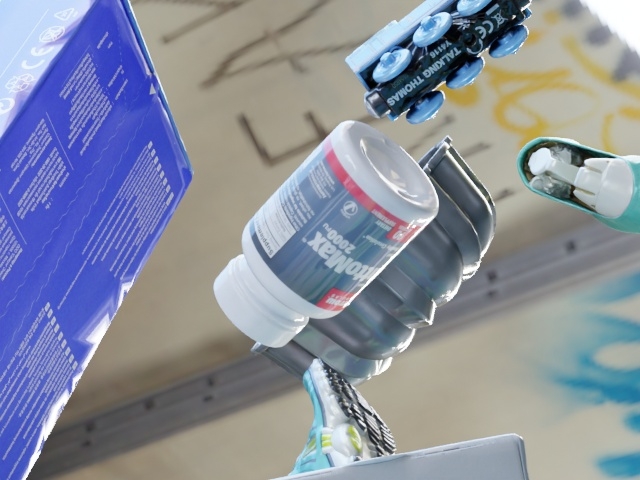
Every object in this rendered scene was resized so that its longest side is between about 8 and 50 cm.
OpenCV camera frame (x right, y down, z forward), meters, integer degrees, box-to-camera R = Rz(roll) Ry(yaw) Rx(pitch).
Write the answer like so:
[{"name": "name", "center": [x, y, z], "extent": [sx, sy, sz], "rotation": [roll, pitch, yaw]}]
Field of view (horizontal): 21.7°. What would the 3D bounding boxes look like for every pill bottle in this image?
[{"name": "pill bottle", "center": [0.000, 0.000, 1.358], "extent": [0.108, 0.180, 0.108], "rotation": [35, -156, -19]}]

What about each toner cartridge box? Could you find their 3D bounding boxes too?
[{"name": "toner cartridge box", "center": [-0.188, 0.013, 0.946], "extent": [0.348, 0.075, 0.165], "rotation": [-65, -31, -42]}]

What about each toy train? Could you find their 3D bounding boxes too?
[{"name": "toy train", "center": [0.111, -0.184, 1.552], "extent": [0.080, 0.184, 0.105], "rotation": [49, -175, -25]}]

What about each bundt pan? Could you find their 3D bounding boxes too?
[{"name": "bundt pan", "center": [0.075, 0.044, 1.888], "extent": [0.124, 0.331, 0.331], "rotation": [43, -148, -3]}]

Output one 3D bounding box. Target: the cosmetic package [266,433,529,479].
[{"name": "cosmetic package", "center": [0.034, 0.205, 0.675], "extent": [0.127, 0.107, 0.238], "rotation": [-6, -103, -14]}]

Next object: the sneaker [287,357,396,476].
[{"name": "sneaker", "center": [0.006, 0.215, 1.625], "extent": [0.107, 0.110, 0.275], "rotation": [46, -162, -27]}]

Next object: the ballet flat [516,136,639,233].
[{"name": "ballet flat", "center": [0.292, -0.061, 1.800], "extent": [0.087, 0.247, 0.083], "rotation": [10, -83, -30]}]
